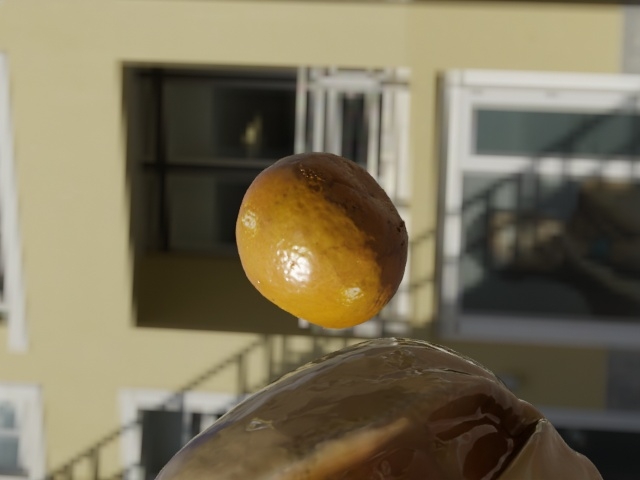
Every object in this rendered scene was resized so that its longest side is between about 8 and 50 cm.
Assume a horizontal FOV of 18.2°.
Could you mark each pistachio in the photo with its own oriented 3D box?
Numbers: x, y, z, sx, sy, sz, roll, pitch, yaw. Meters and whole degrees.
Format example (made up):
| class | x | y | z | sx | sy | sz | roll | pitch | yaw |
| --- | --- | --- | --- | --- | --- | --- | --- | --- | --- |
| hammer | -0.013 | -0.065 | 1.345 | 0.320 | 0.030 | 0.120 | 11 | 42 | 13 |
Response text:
| class | x | y | z | sx | sy | sz | roll | pitch | yaw |
| --- | --- | --- | --- | --- | --- | --- | --- | --- | --- |
| pistachio | 0.037 | 0.176 | 1.151 | 0.309 | 0.230 | 0.230 | -28 | -50 | -35 |

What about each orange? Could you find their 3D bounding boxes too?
| class | x | y | z | sx | sy | sz | roll | pitch | yaw |
| --- | --- | --- | --- | --- | --- | --- | --- | --- | --- |
| orange | 0.000 | 0.000 | 0.894 | 0.070 | 0.083 | 0.083 | -49 | 1 | 15 |
